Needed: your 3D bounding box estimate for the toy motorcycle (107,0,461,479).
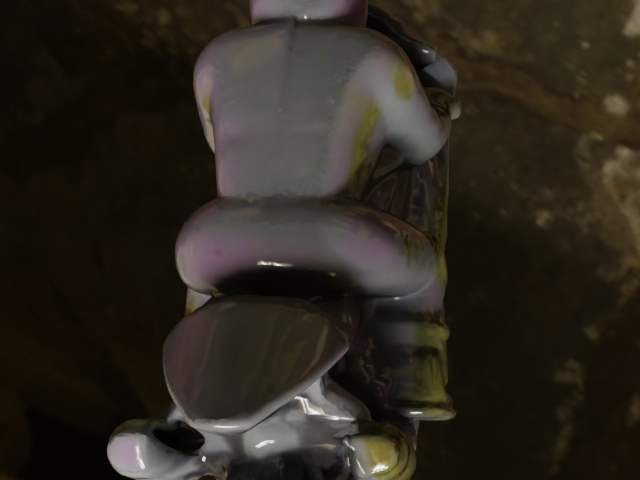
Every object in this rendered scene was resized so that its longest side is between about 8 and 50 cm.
[{"bbox_3d":[0.000,0.000,0.503,0.073,0.225,0.152,0,121,12],"label":"toy motorcycle"}]
